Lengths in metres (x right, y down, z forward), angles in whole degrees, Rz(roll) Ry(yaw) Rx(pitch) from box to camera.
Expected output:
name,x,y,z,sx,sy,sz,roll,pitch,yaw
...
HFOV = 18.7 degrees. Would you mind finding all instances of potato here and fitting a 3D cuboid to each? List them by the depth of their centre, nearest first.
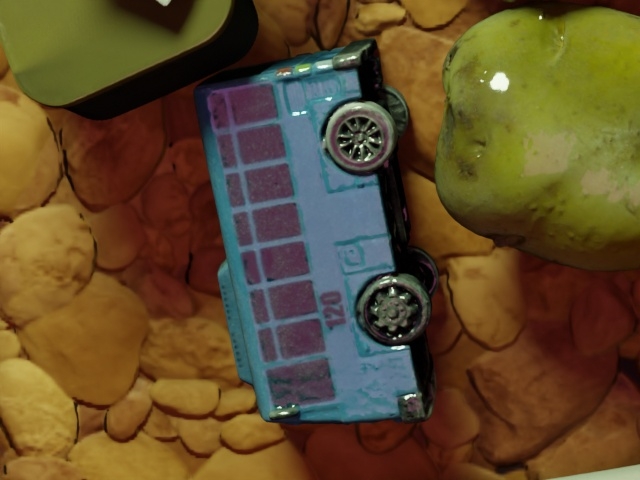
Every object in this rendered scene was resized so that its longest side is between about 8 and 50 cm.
name,x,y,z,sx,sy,sz,roll,pitch,yaw
potato,0.168,-0.062,1.186,0.200,0.137,0.155,9,111,-4

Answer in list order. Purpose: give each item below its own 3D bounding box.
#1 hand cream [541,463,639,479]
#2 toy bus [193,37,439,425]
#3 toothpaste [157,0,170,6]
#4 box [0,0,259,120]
name,x,y,z,sx,sy,sz,roll,pitch,yaw
hand cream,0.153,0.212,1.287,0.248,0.083,0.133,-5,105,-4
toy bus,0.000,0.000,1.229,0.133,0.116,0.234,-9,99,8
toothpaste,-0.035,-0.282,1.132,0.058,0.056,0.314,24,74,34
box,-0.132,-0.182,1.184,0.144,0.090,0.201,-24,79,9
